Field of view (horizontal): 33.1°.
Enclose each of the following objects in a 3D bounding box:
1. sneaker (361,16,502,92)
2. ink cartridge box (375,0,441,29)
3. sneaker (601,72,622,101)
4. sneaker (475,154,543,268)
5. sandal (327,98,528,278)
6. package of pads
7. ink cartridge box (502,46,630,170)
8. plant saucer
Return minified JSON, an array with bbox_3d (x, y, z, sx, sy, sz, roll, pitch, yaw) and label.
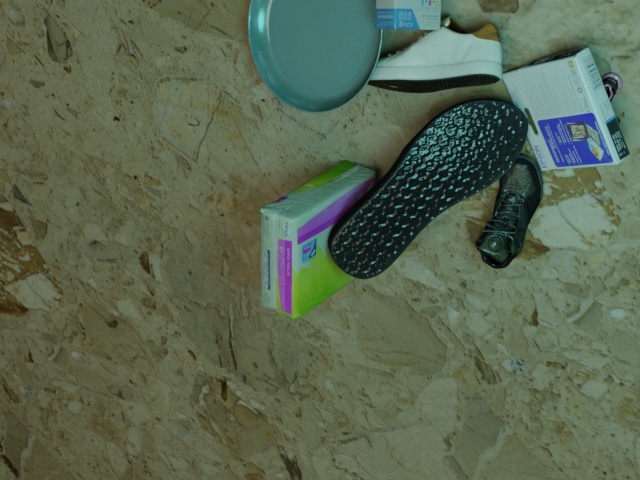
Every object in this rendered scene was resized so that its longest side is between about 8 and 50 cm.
[{"bbox_3d":[0.205,-0.343,1.994,0.290,0.106,0.123,0,83,33],"label":"sneaker"},{"bbox_3d":[0.157,-0.465,1.905,0.061,0.104,0.181,17,109,55],"label":"ink cartridge box"},{"bbox_3d":[0.491,-0.238,1.913,0.047,0.057,0.119,26,124,10],"label":"sneaker"},{"bbox_3d":[0.356,-0.043,2.032,0.087,0.130,0.228,20,119,14],"label":"sneaker"},{"bbox_3d":[0.188,-0.115,2.029,0.445,0.107,0.167,-40,109,10],"label":"sandal"},{"bbox_3d":[0.000,0.000,2.121,0.101,0.296,0.229,19,123,31],"label":"package of pads"},{"bbox_3d":[0.435,-0.228,1.927,0.208,0.045,0.206,-1,118,62],"label":"ink cartridge box"},{"bbox_3d":[-0.005,-0.401,2.038,0.317,0.043,0.318,10,107,35],"label":"plant saucer"}]
